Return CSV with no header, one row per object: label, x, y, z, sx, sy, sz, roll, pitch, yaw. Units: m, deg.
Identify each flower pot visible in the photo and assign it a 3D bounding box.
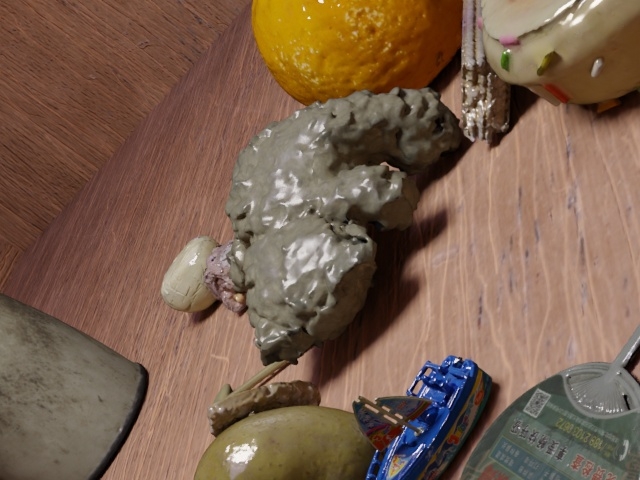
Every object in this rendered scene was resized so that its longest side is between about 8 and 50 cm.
flower pot,-0.504,0.251,1.945,0.293,0.330,0.293,-47,19,22

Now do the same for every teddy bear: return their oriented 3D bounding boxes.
teddy bear,0.000,0.000,1.479,0.357,0.224,0.367,-32,44,43

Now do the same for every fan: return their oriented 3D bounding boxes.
fan,0.198,0.157,0.972,0.223,0.012,0.294,-28,31,53

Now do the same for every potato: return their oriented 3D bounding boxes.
potato,-0.026,0.236,1.158,0.194,0.157,0.157,-21,30,16

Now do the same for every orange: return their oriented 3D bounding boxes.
orange,0.056,-0.351,1.732,0.340,0.293,0.340,-44,19,20

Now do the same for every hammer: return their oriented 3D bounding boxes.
hammer,-0.072,0.173,1.554,0.195,0.028,0.060,-38,18,30

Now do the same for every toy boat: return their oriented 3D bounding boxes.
toy boat,0.073,0.171,1.084,0.175,0.110,0.091,-59,20,-10

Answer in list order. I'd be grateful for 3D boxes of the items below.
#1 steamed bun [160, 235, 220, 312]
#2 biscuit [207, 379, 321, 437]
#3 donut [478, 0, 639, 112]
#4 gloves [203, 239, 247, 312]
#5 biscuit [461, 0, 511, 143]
steamed bun,-0.199,0.063,1.915,0.130,0.091,0.112,-51,15,15
biscuit,-0.058,0.203,1.294,0.133,0.032,0.250,-26,-23,-12
donut,0.323,-0.282,1.221,0.371,0.150,0.307,-37,26,39
gloves,-0.133,0.048,1.802,0.110,0.094,0.144,-53,8,-36
biscuit,0.208,-0.229,1.469,0.239,0.062,0.108,-79,-13,-52
